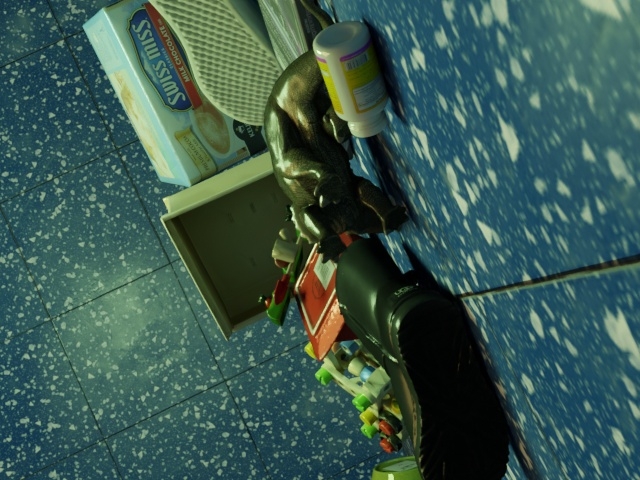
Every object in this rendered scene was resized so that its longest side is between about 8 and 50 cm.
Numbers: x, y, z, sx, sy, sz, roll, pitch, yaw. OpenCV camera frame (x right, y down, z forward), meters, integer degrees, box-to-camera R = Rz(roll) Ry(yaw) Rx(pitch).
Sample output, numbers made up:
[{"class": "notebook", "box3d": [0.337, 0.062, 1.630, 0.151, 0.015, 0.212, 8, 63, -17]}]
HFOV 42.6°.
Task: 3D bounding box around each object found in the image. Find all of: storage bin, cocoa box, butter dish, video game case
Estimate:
[{"class": "storage bin", "box3d": [-0.088, 0.000, 1.355, 0.123, 0.262, 0.260, -121, 7, -66]}, {"class": "cocoa box", "box3d": [-0.254, -0.303, 1.544, 0.231, 0.228, 0.347, 14, 131, 64]}, {"class": "butter dish", "box3d": [0.046, 0.065, 1.120, 0.159, 0.118, 0.160, -65, 28, 29]}, {"class": "video game case", "box3d": [-0.033, -0.230, 0.879, 0.274, 0.026, 0.196, 72, 172, -58]}]

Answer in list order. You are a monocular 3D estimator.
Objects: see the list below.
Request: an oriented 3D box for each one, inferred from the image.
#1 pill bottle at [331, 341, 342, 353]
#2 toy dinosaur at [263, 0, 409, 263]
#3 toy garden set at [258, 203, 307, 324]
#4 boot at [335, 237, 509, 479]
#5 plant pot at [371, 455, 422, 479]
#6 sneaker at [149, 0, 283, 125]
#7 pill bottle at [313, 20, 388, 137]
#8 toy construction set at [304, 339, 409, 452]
[{"class": "pill bottle", "box3d": [0.019, 0.123, 1.718, 0.130, 0.131, 0.245, 69, 174, -50]}, {"class": "toy dinosaur", "box3d": [-0.007, -0.080, 0.790, 0.160, 0.121, 0.313, 41, 163, 49]}, {"class": "toy garden set", "box3d": [-0.045, -0.011, 1.147, 0.204, 0.049, 0.244, 93, -167, -79]}, {"class": "boot", "box3d": [0.099, 0.130, 0.863, 0.207, 0.094, 0.246, -133, 22, -69]}, {"class": "plant pot", "box3d": [0.212, 0.640, 1.822, 0.275, 0.275, 0.293, 126, 135, -86]}, {"class": "sneaker", "box3d": [-0.119, -0.307, 1.077, 0.366, 0.135, 0.150, 61, -148, -52]}, {"class": "pill bottle", "box3d": [0.026, -0.120, 0.621, 0.043, 0.043, 0.083, -120, 6, -50]}, {"class": "toy construction set", "box3d": [0.094, 0.283, 1.572, 0.215, 0.151, 0.327, 36, 172, 24]}]
